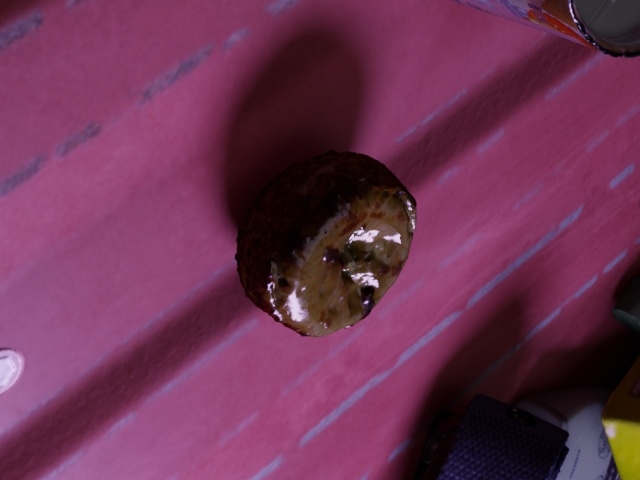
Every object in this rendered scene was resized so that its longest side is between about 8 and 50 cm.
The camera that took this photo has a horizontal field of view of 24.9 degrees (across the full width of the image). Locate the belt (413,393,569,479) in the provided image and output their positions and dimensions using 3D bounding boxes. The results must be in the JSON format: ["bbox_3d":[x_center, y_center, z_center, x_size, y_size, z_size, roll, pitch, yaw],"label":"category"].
[{"bbox_3d":[0.140,0.256,1.350,0.139,0.126,0.231,-38,147,-65],"label":"belt"}]

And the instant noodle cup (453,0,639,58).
[{"bbox_3d":[0.127,-0.241,0.889,0.243,0.231,0.243,-26,133,-32],"label":"instant noodle cup"}]

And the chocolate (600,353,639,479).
[{"bbox_3d":[0.445,0.203,1.540,0.301,0.137,0.289,-48,129,-35],"label":"chocolate"}]

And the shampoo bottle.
[{"bbox_3d":[0.313,0.225,1.552,0.359,0.078,0.134,14,97,-51],"label":"shampoo bottle"}]

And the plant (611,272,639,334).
[{"bbox_3d":[0.343,0.047,1.480,0.102,0.051,0.051,-49,142,-17],"label":"plant"}]

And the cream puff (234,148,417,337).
[{"bbox_3d":[0.000,0.000,1.043,0.149,0.084,0.149,-29,138,-29],"label":"cream puff"}]
